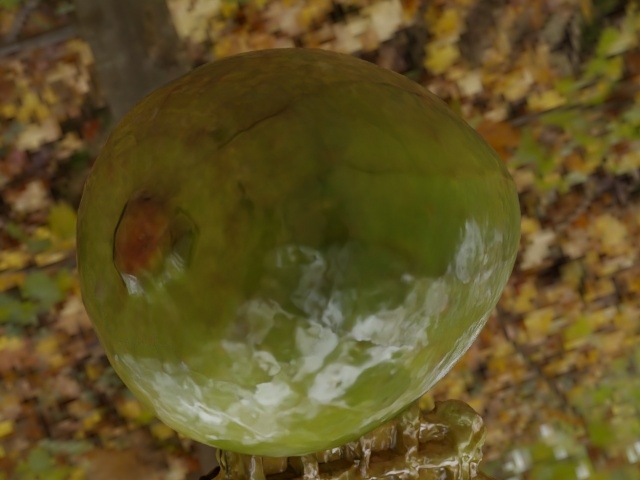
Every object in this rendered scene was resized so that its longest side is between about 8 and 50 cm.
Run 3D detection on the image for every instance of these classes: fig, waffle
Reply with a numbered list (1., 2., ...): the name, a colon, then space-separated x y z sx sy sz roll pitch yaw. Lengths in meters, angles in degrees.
1. fig: 0.000 0.000 1.052 0.258 0.258 0.326 -17 177 41
2. waffle: 0.018 0.253 1.228 0.325 0.302 0.068 -57 -155 -18
